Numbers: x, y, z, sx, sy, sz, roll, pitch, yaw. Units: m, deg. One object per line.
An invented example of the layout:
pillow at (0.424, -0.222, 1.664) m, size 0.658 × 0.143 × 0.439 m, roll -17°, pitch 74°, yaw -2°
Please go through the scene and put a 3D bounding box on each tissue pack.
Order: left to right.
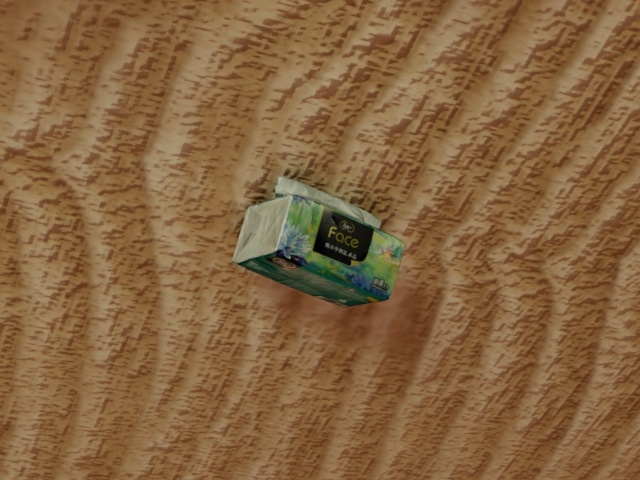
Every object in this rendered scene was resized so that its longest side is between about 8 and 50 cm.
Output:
tissue pack at (0.001, 0.000, 0.994) m, size 0.111 × 0.079 × 0.085 m, roll 23°, pitch 163°, yaw -25°
